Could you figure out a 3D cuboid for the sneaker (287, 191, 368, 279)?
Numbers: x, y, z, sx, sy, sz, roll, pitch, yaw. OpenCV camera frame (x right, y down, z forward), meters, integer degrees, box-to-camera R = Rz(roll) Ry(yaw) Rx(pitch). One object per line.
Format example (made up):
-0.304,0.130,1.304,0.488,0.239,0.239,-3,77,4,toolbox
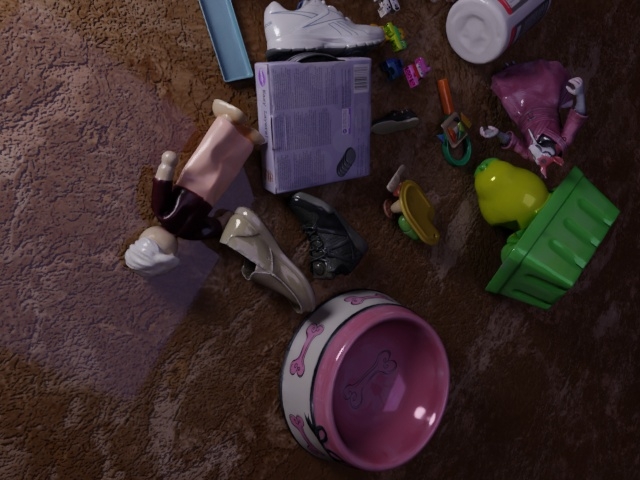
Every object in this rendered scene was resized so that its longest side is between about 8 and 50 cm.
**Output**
0.000,0.000,1.025,0.227,0.087,0.130,45,63,-29,sneaker

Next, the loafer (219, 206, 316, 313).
-0.108,0.056,0.959,0.092,0.102,0.268,-41,111,-15,loafer

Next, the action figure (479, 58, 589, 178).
0.572,-0.307,1.273,0.276,0.248,0.370,42,43,-49,action figure

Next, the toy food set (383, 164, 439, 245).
0.211,-0.074,1.167,0.218,0.071,0.128,50,44,-24,toy food set

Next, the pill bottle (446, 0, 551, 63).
0.490,-0.617,1.250,0.318,0.176,0.176,-42,111,-23,pill bottle

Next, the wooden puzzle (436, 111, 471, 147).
0.352,-0.291,1.244,0.078,0.014,0.116,47,70,-23,wooden puzzle

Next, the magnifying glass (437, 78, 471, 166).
0.348,-0.311,1.263,0.092,0.026,0.231,-22,104,-28,magnifying glass

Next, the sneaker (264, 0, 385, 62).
0.015,-0.452,1.018,0.297,0.111,0.129,-13,93,-30,sneaker

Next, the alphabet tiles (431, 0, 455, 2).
0.322,-0.746,1.163,0.278,0.021,0.284,-59,144,-16,alphabet tiles

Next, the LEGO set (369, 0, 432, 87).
0.186,-0.472,1.130,0.093,0.087,0.227,-29,99,-30,LEGO set

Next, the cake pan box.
-0.008,-0.246,0.984,0.245,0.070,0.267,-18,119,-30,cake pan box

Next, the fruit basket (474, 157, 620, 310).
0.559,-0.052,1.300,0.392,0.283,0.392,0,60,1,fruit basket

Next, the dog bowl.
0.120,0.319,1.067,0.408,0.150,0.408,0,91,-30,dog bowl

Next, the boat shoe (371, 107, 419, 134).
0.175,-0.289,1.150,0.133,0.049,0.042,-16,71,-22,boat shoe

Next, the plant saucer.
-0.192,-0.414,0.944,0.067,0.018,0.192,-22,101,-28,plant saucer

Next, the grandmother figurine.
-0.234,-0.079,0.883,0.208,0.104,0.342,43,72,-39,grandmother figurine
